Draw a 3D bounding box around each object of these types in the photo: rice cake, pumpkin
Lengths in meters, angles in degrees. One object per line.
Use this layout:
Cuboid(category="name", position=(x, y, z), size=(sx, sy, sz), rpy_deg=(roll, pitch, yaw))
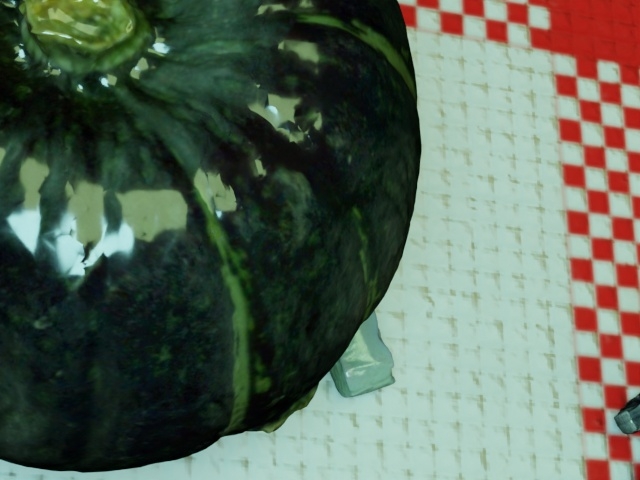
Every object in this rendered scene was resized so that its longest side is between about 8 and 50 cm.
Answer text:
Cuboid(category="rice cake", position=(0.000, 0.000, 0.945), size=(0.042, 0.030, 0.180), rpy_deg=(-16, 75, -21))
Cuboid(category="pumpkin", position=(-0.108, -0.049, 0.801), size=(0.323, 0.241, 0.323), rpy_deg=(5, 65, -10))

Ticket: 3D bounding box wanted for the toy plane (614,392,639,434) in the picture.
Cuboid(category="toy plane", position=(0.201, 0.144, 0.932), size=(0.182, 0.107, 0.273), rpy_deg=(39, 66, -8))
